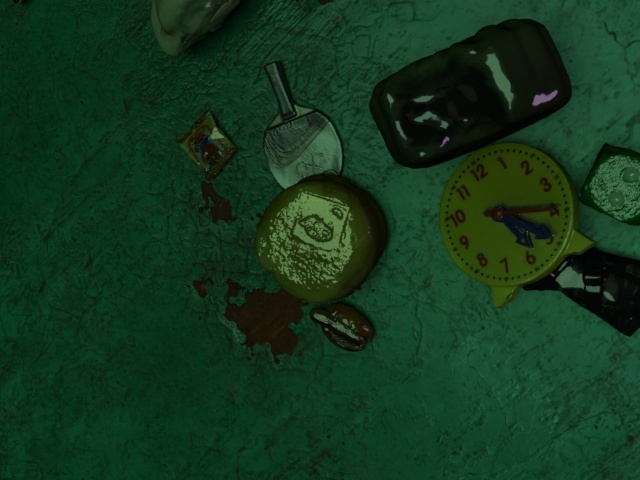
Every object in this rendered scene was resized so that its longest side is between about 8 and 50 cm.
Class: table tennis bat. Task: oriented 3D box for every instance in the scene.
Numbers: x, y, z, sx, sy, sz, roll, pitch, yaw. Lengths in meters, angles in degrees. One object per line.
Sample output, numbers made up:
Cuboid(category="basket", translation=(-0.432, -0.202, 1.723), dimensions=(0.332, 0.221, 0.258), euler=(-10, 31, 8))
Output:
Cuboid(category="table tennis bat", translation=(-0.052, -0.235, 1.820), dimensions=(0.173, 0.022, 0.301), euler=(-17, 95, 20))

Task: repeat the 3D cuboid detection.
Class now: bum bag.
Cuboid(category="bum bag", translation=(0.490, 0.063, 1.646), dimensions=(0.340, 0.095, 0.144), euler=(25, 89, 12))

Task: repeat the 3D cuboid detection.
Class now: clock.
Cuboid(category="clock", translation=(0.352, -0.046, 1.632), dimensions=(0.277, 0.071, 0.293), euler=(-45, 61, 25))

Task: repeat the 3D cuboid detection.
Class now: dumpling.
Cuboid(category="dumpling", translation=(-0.267, -0.549, 1.751), dimensions=(0.318, 0.187, 0.243), euler=(-44, 81, 11))

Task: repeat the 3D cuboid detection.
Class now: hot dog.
Cuboid(category="hot dog", translation=(0.045, 0.181, 1.829), dimensions=(0.140, 0.060, 0.090), euler=(42, 104, 12))

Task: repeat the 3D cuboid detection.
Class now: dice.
Cuboid(category="dice", translation=(0.559, -0.103, 1.578), dimensions=(0.131, 0.128, 0.120), euler=(26, 107, 11))

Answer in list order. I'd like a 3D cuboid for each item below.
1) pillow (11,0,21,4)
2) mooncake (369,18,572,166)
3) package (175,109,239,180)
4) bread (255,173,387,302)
Cuboid(category="pillow", translation=(-0.661, -0.602, 1.950), dimensions=(0.136, 0.055, 0.091), euler=(-17, 61, 17))
Cuboid(category="mooncake", translation=(0.269, -0.263, 1.544), dimensions=(0.351, 0.351, 0.187), euler=(-26, 86, 20))
Cuboid(category="package", translation=(-0.248, -0.208, 1.882), dimensions=(0.108, 0.031, 0.120), euler=(-41, 84, 19))
Cuboid(category="bread", translation=(0.000, 0.000, 1.772), dimensions=(0.270, 0.148, 0.270), euler=(2, 100, 14))
